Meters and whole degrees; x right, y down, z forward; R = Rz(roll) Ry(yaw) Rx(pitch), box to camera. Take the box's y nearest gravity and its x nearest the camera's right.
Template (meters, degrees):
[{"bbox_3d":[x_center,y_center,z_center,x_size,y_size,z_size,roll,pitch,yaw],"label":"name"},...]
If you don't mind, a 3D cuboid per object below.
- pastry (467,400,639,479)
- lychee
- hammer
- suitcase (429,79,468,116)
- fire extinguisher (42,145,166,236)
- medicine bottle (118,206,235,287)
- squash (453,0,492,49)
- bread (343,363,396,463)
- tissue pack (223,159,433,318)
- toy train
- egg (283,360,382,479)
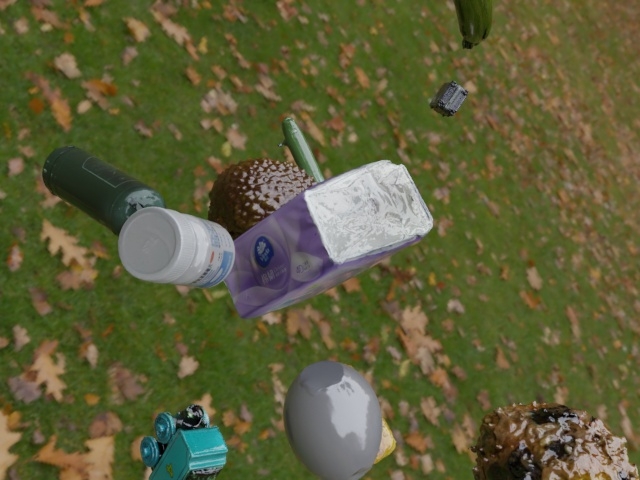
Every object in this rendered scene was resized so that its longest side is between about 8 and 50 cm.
[{"bbox_3d":[0.503,0.498,1.968,0.337,0.292,0.405,15,9,0],"label":"pastry"},{"bbox_3d":[-0.116,-0.069,2.056,0.267,0.267,0.267,37,35,-32],"label":"lychee"},{"bbox_3d":[-0.026,-0.161,2.266,0.119,0.206,0.335,-21,81,-29],"label":"hammer"},{"bbox_3d":[0.331,-0.367,2.331,0.059,0.086,0.126,35,3,-9],"label":"suitcase"},{"bbox_3d":[-0.338,-0.071,1.456,0.311,0.095,0.114,28,-20,38],"label":"fire extinguisher"},{"bbox_3d":[-0.199,0.013,1.275,0.105,0.105,0.168,66,16,15],"label":"medicine bottle"},{"bbox_3d":[0.263,-0.454,1.622,0.071,0.080,0.318,-65,149,-19],"label":"squash"},{"bbox_3d":[0.063,0.350,1.800,0.114,0.083,0.211,-20,68,-34],"label":"bread"},{"bbox_3d":[0.000,0.000,1.603,0.242,0.338,0.160,-19,81,-39],"label":"tissue pack"},{"bbox_3d":[-0.263,0.409,1.726,0.107,0.198,0.154,1,44,-42],"label":"toy train"},{"bbox_3d":[0.024,0.330,1.606,0.176,0.176,0.232,-48,132,-60],"label":"egg"}]
